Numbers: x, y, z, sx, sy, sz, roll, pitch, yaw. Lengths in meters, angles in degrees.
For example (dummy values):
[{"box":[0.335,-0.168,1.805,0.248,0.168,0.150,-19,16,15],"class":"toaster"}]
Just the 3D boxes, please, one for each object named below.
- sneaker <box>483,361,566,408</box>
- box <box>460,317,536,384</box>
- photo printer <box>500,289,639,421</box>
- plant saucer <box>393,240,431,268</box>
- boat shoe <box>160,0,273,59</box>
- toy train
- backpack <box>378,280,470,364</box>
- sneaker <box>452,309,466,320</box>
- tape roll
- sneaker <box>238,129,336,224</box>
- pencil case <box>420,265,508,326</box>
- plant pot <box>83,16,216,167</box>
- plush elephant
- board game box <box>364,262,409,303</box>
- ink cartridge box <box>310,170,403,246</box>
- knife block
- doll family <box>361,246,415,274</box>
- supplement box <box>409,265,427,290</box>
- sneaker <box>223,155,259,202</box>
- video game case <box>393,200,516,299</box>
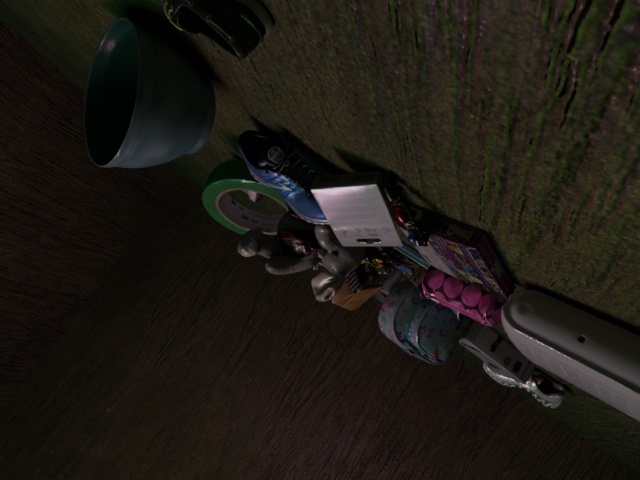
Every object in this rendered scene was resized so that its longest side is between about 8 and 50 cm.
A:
[{"box":[0.731,0.487,1.768,0.292,0.110,0.118,23,161,21],"class":"sneaker"},{"box":[0.561,0.353,1.668,0.290,0.087,0.169,36,173,-13],"class":"box"},{"box":[0.506,0.217,0.960,0.308,0.107,0.256,28,170,45],"class":"photo printer"},{"box":[0.272,0.053,1.312,0.192,0.018,0.067,34,172,14],"class":"plant saucer"},{"box":[-0.173,-0.321,0.680,0.228,0.068,0.081,32,172,20],"class":"boat shoe"},{"box":[0.155,-0.049,0.911,0.158,0.036,0.027,58,156,-16],"class":"toy train"},{"box":[0.321,0.253,1.558,0.254,0.225,0.191,35,172,-16],"class":"backpack"},{"box":[0.396,0.173,1.435,0.162,0.063,0.073,49,-177,-46],"class":"sneaker"},{"box":[-0.189,-0.113,1.492,0.322,0.077,0.321,10,150,6],"class":"tape roll"},{"box":[-0.067,-0.147,1.100,0.330,0.129,0.147,31,174,26],"class":"sneaker"},{"box":[0.340,0.131,1.175,0.209,0.098,0.095,23,149,49],"class":"pencil case"},{"box":[-0.347,-0.283,1.040,0.196,0.292,0.293,6,-165,-43],"class":"plant pot"},{"box":[0.000,0.000,1.269,0.256,0.271,0.330,12,156,47],"class":"plush elephant"},{"box":[0.260,0.180,1.873,0.224,0.097,0.303,28,170,48],"class":"board game box"},{"box":[0.081,-0.059,0.994,0.146,0.045,0.179,-1,141,30],"class":"ink cartridge box"},{"box":[0.155,0.141,1.690,0.276,0.242,0.088,35,-147,-63],"class":"knife block"},{"box":[0.185,0.057,1.445,0.193,0.075,0.111,-7,149,36],"class":"doll family"},{"box":[0.306,0.121,1.376,0.083,0.056,0.083,37,-175,-12],"class":"supplement box"},{"box":[-0.257,-0.208,1.636,0.169,0.108,0.292,32,174,-5],"class":"sneaker"},{"box":[0.270,0.021,1.010,0.210,0.041,0.232,28,170,44],"class":"video game case"}]
